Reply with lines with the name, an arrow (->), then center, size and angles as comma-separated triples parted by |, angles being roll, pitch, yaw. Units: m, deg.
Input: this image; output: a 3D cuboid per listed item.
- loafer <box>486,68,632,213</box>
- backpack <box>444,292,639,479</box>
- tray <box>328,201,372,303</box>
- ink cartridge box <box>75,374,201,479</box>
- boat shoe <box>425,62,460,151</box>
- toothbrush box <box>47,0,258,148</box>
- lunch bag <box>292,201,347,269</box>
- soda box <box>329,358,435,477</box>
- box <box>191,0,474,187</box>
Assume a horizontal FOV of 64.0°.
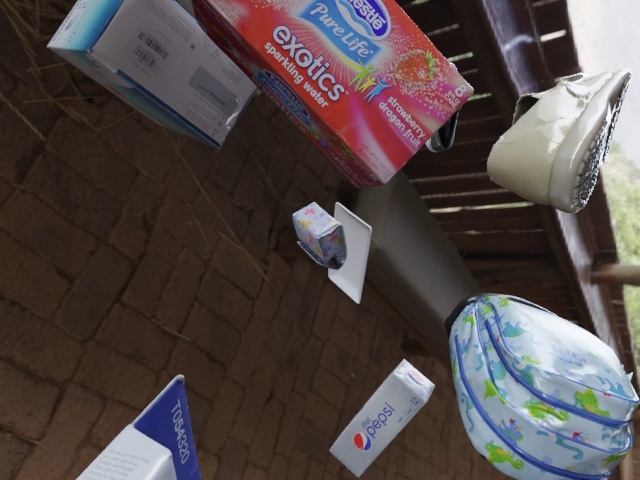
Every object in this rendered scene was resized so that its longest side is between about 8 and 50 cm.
loafer -> 0.242, -0.115, 0.511 | 0.268, 0.092, 0.102 | -37, 136, -48
backpack -> 0.356, 0.240, 0.843 | 0.355, 0.290, 0.273 | -57, 171, -53
tray -> 0.084, 0.035, 1.407 | 0.030, 0.145, 0.271 | -23, 136, -32
ink cartridge box -> -0.152, 0.335, 0.394 | 0.330, 0.071, 0.324 | -47, 138, -58
boat shoe -> 0.325, -0.341, 1.320 | 0.080, 0.076, 0.229 | 6, 101, -25
toothbrush box -> -0.264, -0.273, 0.788 | 0.216, 0.295, 0.126 | 35, 86, -41
lunch bag -> 0.000, 0.000, 0.737 | 0.053, 0.071, 0.083 | -33, 139, -17
soda box -> 0.143, 0.422, 1.214 | 0.286, 0.098, 0.091 | -58, 164, 23
box -> 0.005, -0.185, 0.508 | 0.128, 0.122, 0.257 | -46, 99, -3
